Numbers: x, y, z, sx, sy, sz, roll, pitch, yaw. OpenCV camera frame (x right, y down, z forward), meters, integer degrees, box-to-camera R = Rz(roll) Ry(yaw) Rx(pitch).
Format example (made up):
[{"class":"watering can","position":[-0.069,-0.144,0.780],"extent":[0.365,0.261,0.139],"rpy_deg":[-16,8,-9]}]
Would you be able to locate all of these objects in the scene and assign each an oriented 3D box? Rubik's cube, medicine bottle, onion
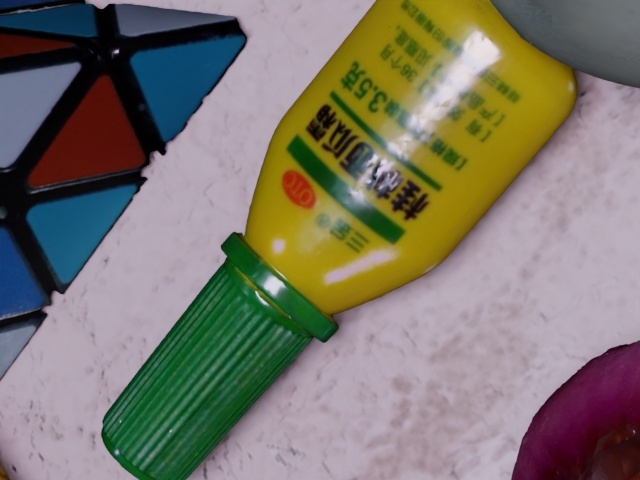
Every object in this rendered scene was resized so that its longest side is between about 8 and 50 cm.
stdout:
[{"class":"Rubik's cube","position":[-0.208,0.004,0.987],"extent":[0.284,0.250,0.234],"rpy_deg":[8,111,15]},{"class":"medicine bottle","position":[0.000,0.000,0.950],"extent":[0.111,0.076,0.309],"rpy_deg":[43,104,17]},{"class":"onion","position":[0.170,0.126,0.848],"extent":[0.177,0.153,0.177],"rpy_deg":[0,90,7]}]

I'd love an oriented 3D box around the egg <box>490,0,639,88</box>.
[{"class":"egg","position":[0.196,-0.172,0.813],"extent":[0.283,0.203,0.203],"rpy_deg":[-21,82,17]}]

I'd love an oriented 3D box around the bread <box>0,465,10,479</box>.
[{"class":"bread","position":[-0.183,0.142,1.008],"extent":[0.157,0.044,0.052],"rpy_deg":[56,149,-7]}]
